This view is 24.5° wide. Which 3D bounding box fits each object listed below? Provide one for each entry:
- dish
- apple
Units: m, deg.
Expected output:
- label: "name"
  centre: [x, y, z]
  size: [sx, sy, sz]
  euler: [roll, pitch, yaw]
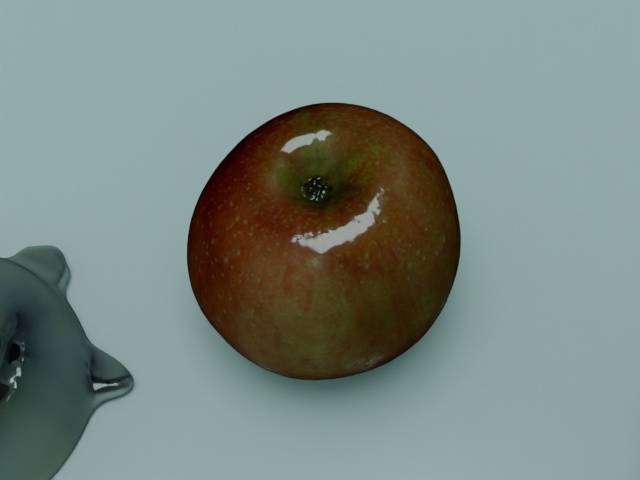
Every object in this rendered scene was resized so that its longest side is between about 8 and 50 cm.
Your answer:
- label: "dish"
  centre: [-0.243, 0.084, 0.961]
  size: [0.227, 0.086, 0.236]
  euler: [6, 61, 7]
- label: "apple"
  centre: [0.000, 0.000, 0.952]
  size: [0.180, 0.168, 0.181]
  euler: [-4, 62, 7]
